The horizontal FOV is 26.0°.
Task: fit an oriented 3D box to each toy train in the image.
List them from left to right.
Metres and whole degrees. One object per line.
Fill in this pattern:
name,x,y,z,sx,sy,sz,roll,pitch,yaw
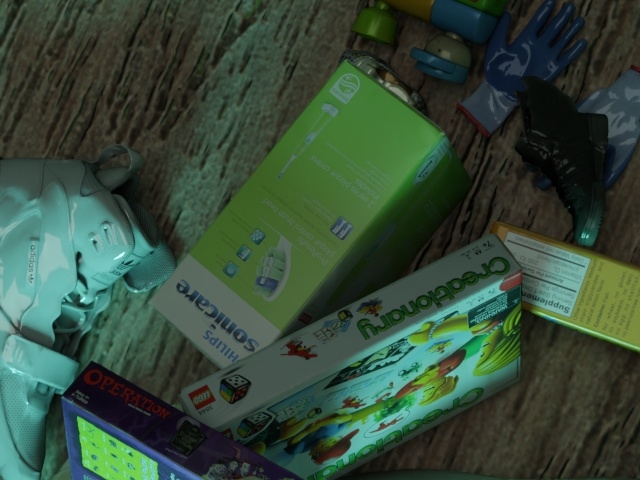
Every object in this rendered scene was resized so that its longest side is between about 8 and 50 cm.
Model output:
toy train,0.068,-0.262,1.389,0.248,0.105,0.143,26,100,22

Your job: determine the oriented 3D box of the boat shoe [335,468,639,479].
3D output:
boat shoe,0.144,0.298,1.248,0.340,0.127,0.158,-1,95,23

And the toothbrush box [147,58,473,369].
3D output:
toothbrush box,0.000,0.000,1.290,0.122,0.206,0.283,40,89,17

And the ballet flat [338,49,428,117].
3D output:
ballet flat,0.062,-0.159,1.393,0.114,0.041,0.041,40,90,17

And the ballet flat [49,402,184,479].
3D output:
ballet flat,-0.195,0.223,1.368,0.248,0.086,0.086,-28,74,5

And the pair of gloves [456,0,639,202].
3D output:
pair of gloves,0.233,-0.141,1.359,0.198,0.023,0.159,43,89,16

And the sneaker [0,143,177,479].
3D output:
sneaker,-0.260,0.075,1.371,0.210,0.137,0.366,-10,74,14

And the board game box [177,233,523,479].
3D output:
board game box,0.037,0.128,1.221,0.305,0.193,0.053,-26,56,-10

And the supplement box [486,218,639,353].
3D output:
supplement box,0.261,0.053,1.286,0.233,0.078,0.080,22,88,17

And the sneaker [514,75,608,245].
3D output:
sneaker,0.221,-0.075,1.298,0.089,0.051,0.170,10,61,1

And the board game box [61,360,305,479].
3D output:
board game box,-0.120,0.252,1.204,0.208,0.347,0.056,31,57,15
